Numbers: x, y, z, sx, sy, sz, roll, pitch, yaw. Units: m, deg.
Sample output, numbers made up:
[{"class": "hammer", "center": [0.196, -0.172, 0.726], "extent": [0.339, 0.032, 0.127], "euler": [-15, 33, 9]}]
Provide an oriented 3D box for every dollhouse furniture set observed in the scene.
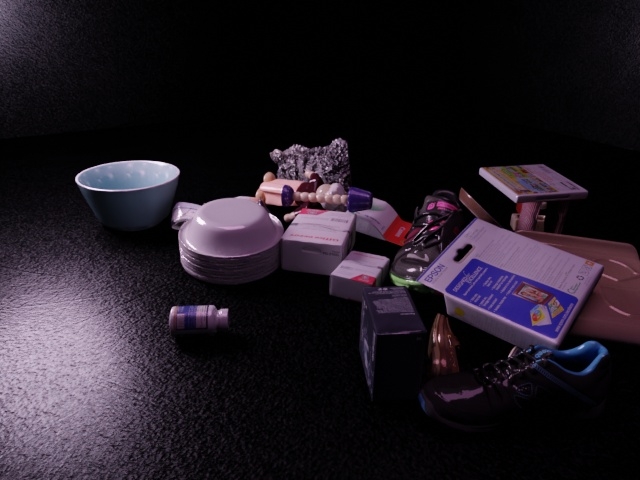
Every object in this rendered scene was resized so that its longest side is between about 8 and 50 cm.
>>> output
[{"class": "dollhouse furniture set", "center": [0.665, -0.116, 1.593], "extent": [0.152, 0.201, 0.374], "euler": [5, 26, 7]}]

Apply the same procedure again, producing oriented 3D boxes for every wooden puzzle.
[{"class": "wooden puzzle", "center": [0.632, 0.117, 1.211], "extent": [0.322, 0.081, 0.348], "euler": [8, 37, 8]}]

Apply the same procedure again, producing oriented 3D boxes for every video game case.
[{"class": "video game case", "center": [0.594, -0.164, 1.429], "extent": [0.206, 0.026, 0.227], "euler": [-4, 28, -8]}]

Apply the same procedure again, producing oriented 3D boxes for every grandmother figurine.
[{"class": "grandmother figurine", "center": [-0.065, -0.153, 1.684], "extent": [0.342, 0.208, 0.104], "euler": [7, -16, 38]}]

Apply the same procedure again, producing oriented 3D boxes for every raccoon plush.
[{"class": "raccoon plush", "center": [-0.040, -0.231, 1.826], "extent": [0.299, 0.216, 0.446], "euler": [-5, 25, 4]}]

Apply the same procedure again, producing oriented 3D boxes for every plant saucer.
[{"class": "plant saucer", "center": [0.423, -0.071, 1.331], "extent": [0.168, 0.029, 0.168], "euler": [40, 14, -13]}]

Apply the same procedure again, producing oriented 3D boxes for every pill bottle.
[{"class": "pill bottle", "center": [-0.258, 0.173, 1.085], "extent": [0.120, 0.067, 0.067], "euler": [-1, 25, -6]}]

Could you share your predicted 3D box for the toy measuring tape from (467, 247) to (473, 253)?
[{"class": "toy measuring tape", "center": [0.426, 0.100, 1.255], "extent": [0.121, 0.121, 0.330], "euler": [4, 41, 7]}]

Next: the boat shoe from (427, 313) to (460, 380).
[{"class": "boat shoe", "center": [0.252, 0.219, 1.025], "extent": [0.060, 0.064, 0.178], "euler": [11, 32, 7]}]

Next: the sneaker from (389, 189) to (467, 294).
[{"class": "sneaker", "center": [0.293, -0.010, 1.344], "extent": [0.185, 0.202, 0.483], "euler": [7, 25, 13]}]

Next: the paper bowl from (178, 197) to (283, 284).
[{"class": "paper bowl", "center": [-0.241, -0.014, 1.375], "extent": [0.284, 0.148, 0.284], "euler": [3, 30, -2]}]

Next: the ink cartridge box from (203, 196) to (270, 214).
[{"class": "ink cartridge box", "center": [-0.263, -0.104, 1.617], "extent": [0.179, 0.045, 0.145], "euler": [9, -13, 9]}]

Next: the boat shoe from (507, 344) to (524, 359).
[{"class": "boat shoe", "center": [0.430, 0.230, 1.025], "extent": [0.137, 0.049, 0.043], "euler": [-11, 30, -36]}]

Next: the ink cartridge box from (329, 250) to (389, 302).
[{"class": "ink cartridge box", "center": [0.101, 0.091, 1.283], "extent": [0.109, 0.063, 0.150], "euler": [12, 26, 21]}]

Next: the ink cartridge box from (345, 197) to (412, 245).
[{"class": "ink cartridge box", "center": [0.203, -0.064, 1.600], "extent": [0.224, 0.056, 0.181], "euler": [18, 30, 17]}]

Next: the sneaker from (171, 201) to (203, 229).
[{"class": "sneaker", "center": [-0.330, -0.047, 1.552], "extent": [0.258, 0.094, 0.091], "euler": [7, 57, -3]}]

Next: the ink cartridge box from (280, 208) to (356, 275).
[{"class": "ink cartridge box", "center": [0.000, 0.000, 1.429], "extent": [0.171, 0.100, 0.237], "euler": [6, 24, 11]}]

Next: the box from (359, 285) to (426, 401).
[{"class": "box", "center": [0.132, 0.192, 0.959], "extent": [0.093, 0.156, 0.158], "euler": [-2, 25, -5]}]

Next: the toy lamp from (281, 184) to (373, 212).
[{"class": "toy lamp", "center": [0.020, -0.128, 1.523], "extent": [0.274, 0.080, 0.080], "euler": [5, 25, 13]}]

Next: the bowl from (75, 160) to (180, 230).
[{"class": "bowl", "center": [-0.603, -0.138, 1.620], "extent": [0.311, 0.163, 0.311], "euler": [1, 26, 0]}]

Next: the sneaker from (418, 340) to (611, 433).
[{"class": "sneaker", "center": [0.338, 0.241, 0.885], "extent": [0.340, 0.140, 0.125], "euler": [-4, 27, -8]}]

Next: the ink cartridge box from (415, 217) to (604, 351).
[{"class": "ink cartridge box", "center": [0.418, 0.091, 1.118], "extent": [0.307, 0.072, 0.303], "euler": [23, 44, 33]}]
